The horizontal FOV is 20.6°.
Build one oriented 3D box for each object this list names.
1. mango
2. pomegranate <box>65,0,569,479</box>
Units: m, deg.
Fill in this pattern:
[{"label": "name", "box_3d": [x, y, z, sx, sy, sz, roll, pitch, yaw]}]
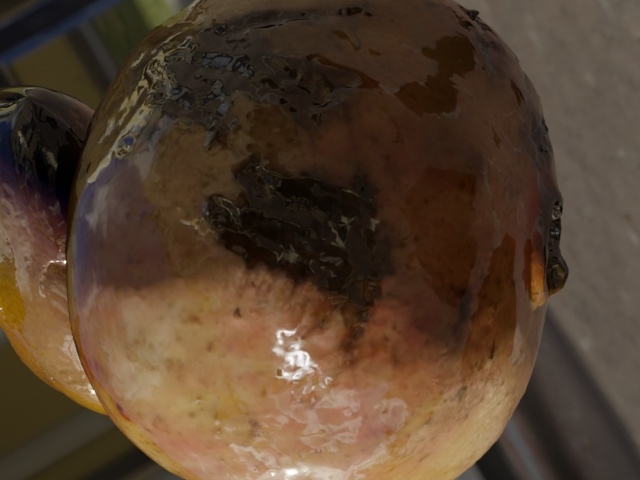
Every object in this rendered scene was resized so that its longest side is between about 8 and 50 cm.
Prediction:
[{"label": "mango", "box_3d": [-0.174, 0.009, 1.232, 0.201, 0.152, 0.287, 61, -178, 42]}, {"label": "pomegranate", "box_3d": [0.000, 0.000, 1.004, 0.322, 0.322, 0.322, 58, 171, 14]}]
